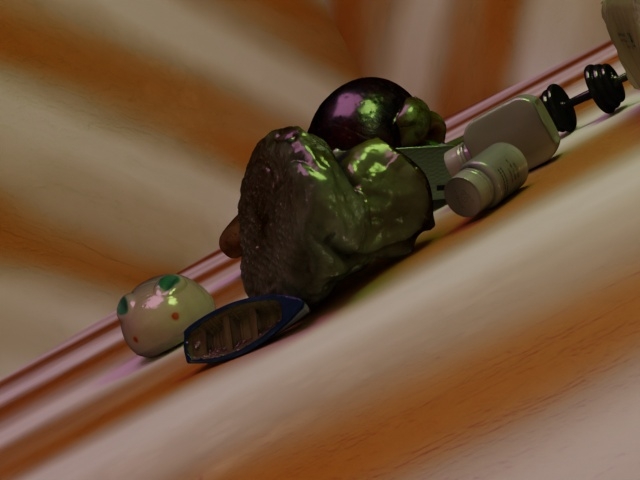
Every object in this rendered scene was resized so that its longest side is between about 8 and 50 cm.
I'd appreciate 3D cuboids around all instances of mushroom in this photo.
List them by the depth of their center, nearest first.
[{"bbox_3d":[-0.115,-0.039,2.420,0.278,0.146,0.278,-26,-1,-1],"label":"mushroom"}]

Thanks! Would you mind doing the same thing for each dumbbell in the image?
[{"bbox_3d":[0.477,-0.260,1.804,0.208,0.099,0.099,-25,7,35],"label":"dumbbell"}]

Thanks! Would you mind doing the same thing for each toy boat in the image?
[{"bbox_3d":[-0.103,0.123,1.397,0.229,0.080,0.046,-24,-27,31],"label":"toy boat"}]

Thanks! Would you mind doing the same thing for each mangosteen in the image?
[{"bbox_3d":[0.116,-0.184,2.068,0.300,0.300,0.300,-28,6,3],"label":"mangosteen"}]

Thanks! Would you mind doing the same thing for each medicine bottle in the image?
[{"bbox_3d":[0.249,-0.090,1.485,0.130,0.080,0.080,-34,8,-39],"label":"medicine bottle"},{"bbox_3d":[0.301,-0.160,1.657,0.183,0.119,0.069,-28,5,26],"label":"medicine bottle"}]

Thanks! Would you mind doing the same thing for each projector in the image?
[{"bbox_3d":[0.125,-0.126,1.845,0.250,0.108,0.198,-5,4,-3],"label":"projector"}]

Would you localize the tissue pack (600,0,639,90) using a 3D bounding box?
[{"bbox_3d":[0.600,-0.352,1.485,0.297,0.207,0.380,-25,7,15],"label":"tissue pack"}]

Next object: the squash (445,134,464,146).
[{"bbox_3d":[0.334,-0.207,2.188,0.229,0.066,0.066,-21,10,45],"label":"squash"}]

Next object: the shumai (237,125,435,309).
[{"bbox_3d":[0.033,-0.027,1.494,0.263,0.304,0.309,-3,37,-21],"label":"shumai"}]

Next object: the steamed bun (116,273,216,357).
[{"bbox_3d":[-0.297,0.132,1.867,0.177,0.131,0.228,-26,4,9],"label":"steamed bun"}]
